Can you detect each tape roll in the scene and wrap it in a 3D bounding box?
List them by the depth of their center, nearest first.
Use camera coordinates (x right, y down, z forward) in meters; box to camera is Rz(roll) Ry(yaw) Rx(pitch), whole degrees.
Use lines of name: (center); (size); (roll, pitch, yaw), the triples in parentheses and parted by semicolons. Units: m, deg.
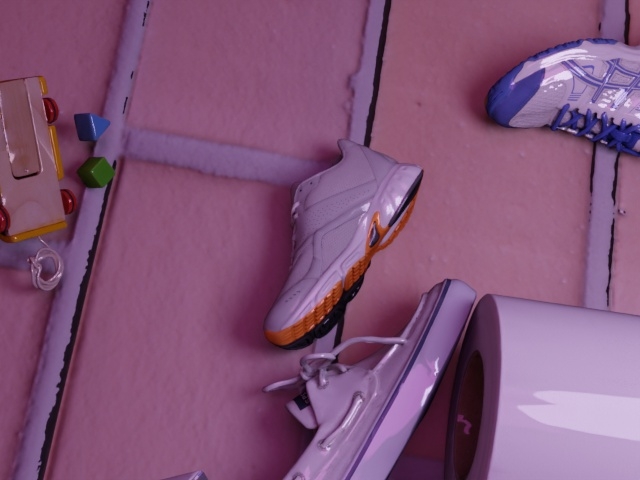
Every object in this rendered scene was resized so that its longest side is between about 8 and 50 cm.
tape roll: (0.224, 0.181, 1.200); (0.169, 0.246, 0.246); (9, 68, -3)

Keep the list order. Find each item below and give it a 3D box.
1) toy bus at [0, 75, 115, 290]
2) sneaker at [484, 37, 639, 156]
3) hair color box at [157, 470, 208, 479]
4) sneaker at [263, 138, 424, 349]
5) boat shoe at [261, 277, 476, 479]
toy bus: (-0.334, -0.076, 1.315); (0.104, 0.191, 0.202); (1, 59, 42)
sneaker: (0.339, -0.155, 1.418); (0.297, 0.112, 0.131); (-11, 70, -10)
hair color box: (-0.244, 0.310, 1.031); (0.110, 0.339, 0.185); (62, 32, -12)
sneaker: (0.000, 0.000, 1.338); (0.121, 0.099, 0.262); (30, 61, 14)
boat shoe: (0.015, 0.173, 1.252); (0.156, 0.136, 0.367); (29, 78, 9)
